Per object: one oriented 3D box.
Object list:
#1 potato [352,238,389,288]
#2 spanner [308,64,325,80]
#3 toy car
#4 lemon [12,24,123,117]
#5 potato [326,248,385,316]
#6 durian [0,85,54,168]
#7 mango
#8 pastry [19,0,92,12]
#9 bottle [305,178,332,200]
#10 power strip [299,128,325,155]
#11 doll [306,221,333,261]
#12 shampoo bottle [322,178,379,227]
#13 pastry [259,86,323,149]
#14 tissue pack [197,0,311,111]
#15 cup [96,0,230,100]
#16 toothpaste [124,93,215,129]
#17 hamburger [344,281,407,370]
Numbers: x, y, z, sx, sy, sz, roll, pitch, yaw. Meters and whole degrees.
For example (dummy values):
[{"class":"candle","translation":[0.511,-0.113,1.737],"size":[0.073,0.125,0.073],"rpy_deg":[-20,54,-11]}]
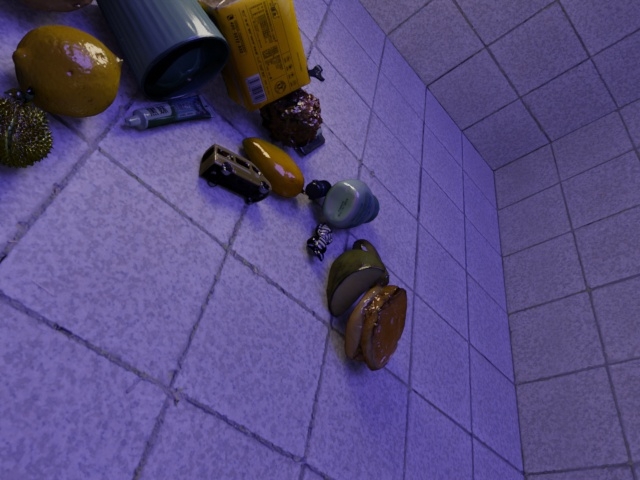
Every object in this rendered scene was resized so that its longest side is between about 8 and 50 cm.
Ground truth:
[{"class":"potato","translation":[0.207,0.105,2.070],"size":[0.251,0.113,0.149],"rpy_deg":[57,28,-5]},{"class":"spanner","translation":[-0.068,-0.830,2.408],"size":[0.315,0.024,0.087],"rpy_deg":[-29,96,-54]},{"class":"toy car","translation":[-0.289,-0.230,1.688],"size":[0.256,0.101,0.125],"rpy_deg":[25,47,-39]},{"class":"lemon","translation":[-0.660,-0.438,1.259],"size":[0.253,0.228,0.229],"rpy_deg":[7,62,-43]},{"class":"potato","translation":[0.098,0.123,1.908],"size":[0.112,0.269,0.255],"rpy_deg":[39,15,-25]},{"class":"durian","translation":[-0.730,-0.258,1.138],"size":[0.159,0.146,0.198],"rpy_deg":[-21,72,-51]},{"class":"mango","translation":[-0.173,-0.278,1.854],"size":[0.317,0.119,0.177],"rpy_deg":[44,38,-14]},{"class":"pastry","translation":[-0.749,-0.827,1.308],"size":[0.410,0.409,0.245],"rpy_deg":[54,3,-12]},{"class":"bottle","translation":[-0.007,-0.211,1.968],"size":[0.244,0.072,0.082],"rpy_deg":[-40,143,-76]},{"class":"power strip","translation":[-0.071,-0.526,2.152],"size":[0.251,0.092,0.257],"rpy_deg":[53,33,-8]},{"class":"doll","translation":[0.000,0.000,1.925],"size":[0.091,0.067,0.219],"rpy_deg":[49,32,-13]},{"class":"shampoo bottle","translation":[0.148,-0.150,2.085],"size":[0.151,0.222,0.349],"rpy_deg":[31,13,22]},{"class":"pastry","translation":[-0.121,-0.487,1.927],"size":[0.275,0.274,0.193],"rpy_deg":[43,27,-24]},{"class":"tissue pack","translation":[-0.229,-0.705,1.723],"size":[0.228,0.293,0.382],"rpy_deg":[48,-18,41]},{"class":"cup","translation":[-0.518,-0.670,1.580],"size":[0.310,0.401,0.392],"rpy_deg":[-30,87,-18]},{"class":"toothpaste","translation":[-0.489,-0.420,1.598],"size":[0.099,0.061,0.392],"rpy_deg":[56,35,-4]},{"class":"hamburger","translation":[0.212,0.312,1.824],"size":[0.304,0.174,0.285],"rpy_deg":[-36,137,-57]}]
